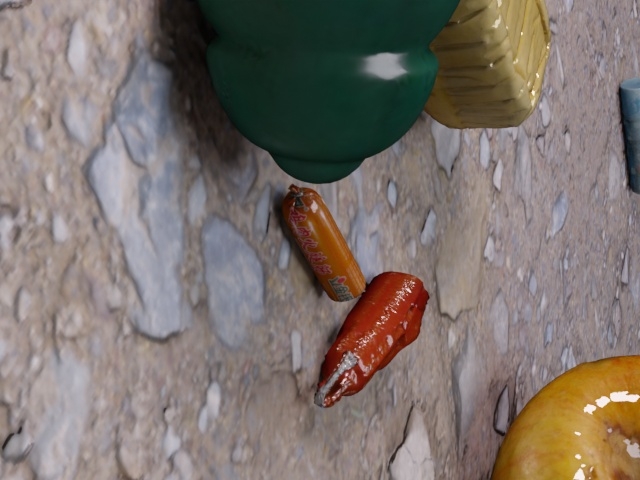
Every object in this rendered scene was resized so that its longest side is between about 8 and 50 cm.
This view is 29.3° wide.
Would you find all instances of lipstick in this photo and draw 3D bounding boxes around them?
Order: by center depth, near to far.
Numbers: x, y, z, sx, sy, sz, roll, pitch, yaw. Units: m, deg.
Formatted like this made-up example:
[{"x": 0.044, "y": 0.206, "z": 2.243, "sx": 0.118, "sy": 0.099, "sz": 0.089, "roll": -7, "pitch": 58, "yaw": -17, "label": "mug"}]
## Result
[{"x": 0.442, "y": -0.142, "z": 1.682, "sx": 0.048, "sy": 0.048, "sz": 0.158, "roll": -49, "pitch": 133, "yaw": -53, "label": "lipstick"}]

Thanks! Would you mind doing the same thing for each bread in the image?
[{"x": 0.101, "y": -0.192, "z": 0.942, "sx": 0.236, "sy": 0.106, "sz": 0.140, "roll": 61, "pitch": 40, "yaw": -43, "label": "bread"}]

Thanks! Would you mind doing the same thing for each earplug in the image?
[{"x": 0.019, "y": -0.175, "z": 0.731, "sx": 0.257, "sy": 0.163, "sz": 0.280, "roll": -24, "pitch": 123, "yaw": -70, "label": "earplug"}]

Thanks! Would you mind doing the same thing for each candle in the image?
[{"x": 0.037, "y": 0.073, "z": 0.880, "sx": 0.053, "sy": 0.048, "sz": 0.162, "roll": 51, "pitch": 38, "yaw": -7, "label": "candle"}]

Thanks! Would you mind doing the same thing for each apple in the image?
[{"x": 0.296, "y": 0.271, "z": 1.141, "sx": 0.275, "sy": 0.299, "sz": 0.299, "roll": 78, "pitch": 25, "yaw": -54, "label": "apple"}]

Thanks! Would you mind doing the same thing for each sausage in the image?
[{"x": 0.000, "y": 0.000, "z": 0.825, "sx": 0.107, "sy": 0.031, "sz": 0.031, "roll": 61, "pitch": 39, "yaw": -45, "label": "sausage"}]
